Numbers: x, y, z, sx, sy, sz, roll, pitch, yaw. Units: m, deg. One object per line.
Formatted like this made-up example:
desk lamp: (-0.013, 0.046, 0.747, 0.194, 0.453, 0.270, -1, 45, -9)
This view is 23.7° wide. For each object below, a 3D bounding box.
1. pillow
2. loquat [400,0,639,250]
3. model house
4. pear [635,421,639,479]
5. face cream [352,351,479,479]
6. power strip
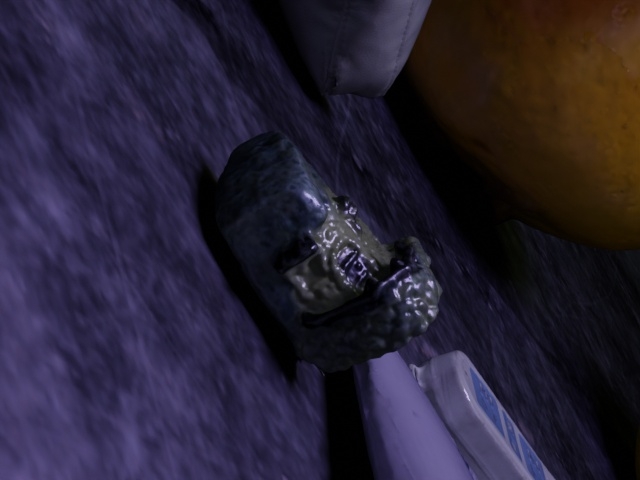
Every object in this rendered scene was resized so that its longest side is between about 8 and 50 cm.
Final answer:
pillow: (0.017, -0.269, 0.901, 0.322, 0.120, 0.255, -102, -162, -48)
loquat: (0.223, -0.166, 1.148, 0.328, 0.359, 0.328, 41, 4, -3)
model house: (0.000, 0.000, 0.600, 0.083, 0.066, 0.079, 56, 14, -20)
pear: (0.405, 0.201, 1.249, 0.336, 0.285, 0.285, 55, 16, -36)
face cream: (0.097, 0.182, 0.550, 0.235, 0.137, 0.420, 55, 8, -24)
power strip: (0.099, 0.123, 0.796, 0.191, 0.030, 0.047, 52, 18, -34)
